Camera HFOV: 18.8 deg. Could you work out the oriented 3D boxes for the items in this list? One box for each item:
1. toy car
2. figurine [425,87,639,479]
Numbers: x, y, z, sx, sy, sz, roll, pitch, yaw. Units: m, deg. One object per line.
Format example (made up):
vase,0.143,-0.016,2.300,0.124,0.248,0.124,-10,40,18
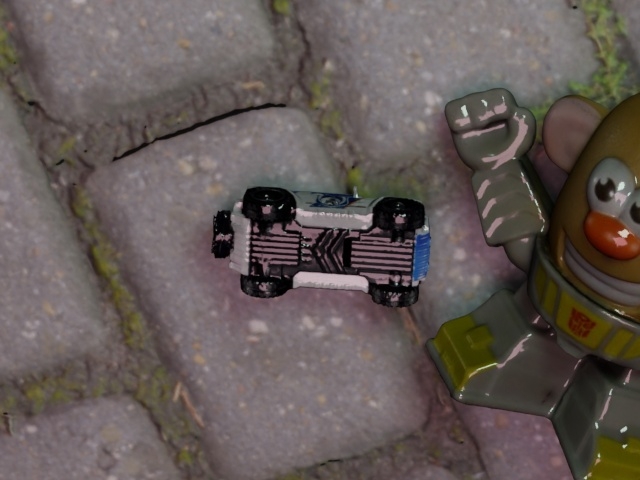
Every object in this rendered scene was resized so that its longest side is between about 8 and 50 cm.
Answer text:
toy car,0.000,0.000,1.491,0.171,0.070,0.080,4,111,4
figurine,0.225,0.020,1.417,0.343,0.167,0.285,26,115,0
